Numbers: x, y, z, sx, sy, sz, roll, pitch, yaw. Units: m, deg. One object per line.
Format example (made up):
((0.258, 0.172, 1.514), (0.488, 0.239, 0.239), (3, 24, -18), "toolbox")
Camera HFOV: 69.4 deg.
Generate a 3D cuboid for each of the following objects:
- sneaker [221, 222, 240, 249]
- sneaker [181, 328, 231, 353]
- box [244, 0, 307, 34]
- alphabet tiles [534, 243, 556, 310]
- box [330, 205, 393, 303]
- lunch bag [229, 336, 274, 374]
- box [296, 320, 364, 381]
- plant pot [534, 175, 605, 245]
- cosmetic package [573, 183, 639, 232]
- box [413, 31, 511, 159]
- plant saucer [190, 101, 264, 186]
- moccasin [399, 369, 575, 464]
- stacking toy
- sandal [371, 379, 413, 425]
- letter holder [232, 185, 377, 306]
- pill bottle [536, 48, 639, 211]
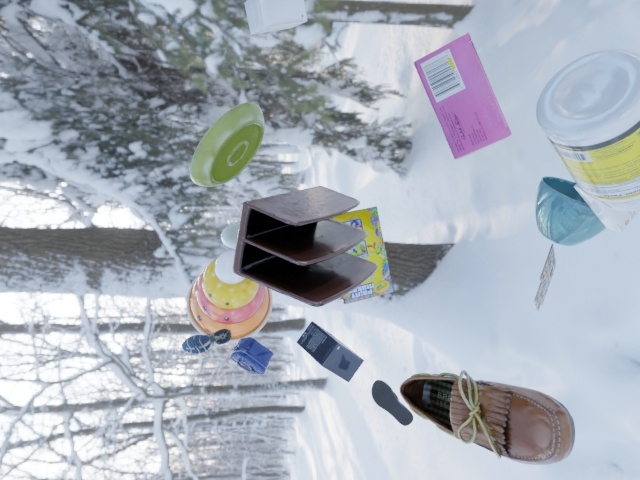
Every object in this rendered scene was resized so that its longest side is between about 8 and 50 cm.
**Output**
((-0.158, -0.012, 1.300), (0.086, 0.237, 0.085), (144, 128, -79), "sneaker")
((-0.318, 0.285, 1.287), (0.058, 0.135, 0.052), (-39, 63, 61), "sneaker")
((-0.129, -0.649, 1.309), (0.170, 0.130, 0.091), (-142, 38, -63), "box")
((0.910, 0.159, 1.870), (0.198, 0.009, 0.237), (45, -114, -51), "alphabet tiles")
((0.088, 0.047, 1.564), (0.290, 0.177, 0.279), (174, 84, -74), "box")
((-0.173, 0.288, 1.141), (0.067, 0.098, 0.065), (-22, 34, 46), "lunch bag")
((0.031, 0.365, 1.520), (0.093, 0.156, 0.158), (-54, 38, -7), "box")
((0.938, -0.093, 1.747), (0.290, 0.290, 0.195), (-103, 25, -60), "plant pot")
((0.899, -0.130, 1.443), (0.099, 0.239, 0.060), (-51, 28, 7), "cosmetic package")
((0.310, -0.296, 1.003), (0.213, 0.117, 0.243), (66, -158, -2), "box")
((-0.209, -0.217, 1.104), (0.241, 0.037, 0.241), (-48, -10, -12), "plant saucer")
((0.290, 0.316, 0.871), (0.380, 0.147, 0.139), (1, 78, 66), "moccasin")
((-0.345, 0.162, 1.740), (0.480, 0.350, 0.350), (108, 160, -62), "stacking toy")
((0.222, 0.511, 1.461), (0.179, 0.067, 0.040), (49, -176, -8), "sandal")
((0.000, 0.000, 0.979), (0.302, 0.214, 0.152), (-23, -50, -58), "letter holder")
((0.570, -0.191, 0.897), (0.188, 0.334, 0.188), (-25, 51, 34), "pill bottle")
